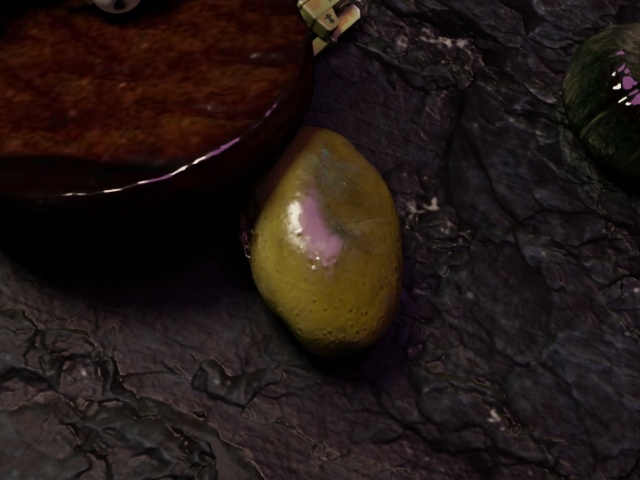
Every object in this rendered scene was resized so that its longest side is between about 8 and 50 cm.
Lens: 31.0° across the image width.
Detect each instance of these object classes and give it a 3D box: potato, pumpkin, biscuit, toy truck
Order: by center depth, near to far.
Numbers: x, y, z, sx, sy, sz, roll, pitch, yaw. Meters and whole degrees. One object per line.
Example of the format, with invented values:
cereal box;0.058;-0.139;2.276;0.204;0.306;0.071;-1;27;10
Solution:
potato;0.000;0.000;1.171;0.169;0.143;0.248;-3;64;-22
biscuit;-0.204;-0.153;1.194;0.407;0.091;0.407;-6;47;6
pumpkin;0.392;-0.168;1.387;0.212;0.152;0.211;7;58;-12
toy truck;-0.023;-0.271;1.405;0.100;0.077;0.169;46;52;3

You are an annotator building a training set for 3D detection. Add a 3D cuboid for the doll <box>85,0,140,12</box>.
doll;-0.142;-0.306;1.190;0.291;0.117;0.086;-14;58;-2
